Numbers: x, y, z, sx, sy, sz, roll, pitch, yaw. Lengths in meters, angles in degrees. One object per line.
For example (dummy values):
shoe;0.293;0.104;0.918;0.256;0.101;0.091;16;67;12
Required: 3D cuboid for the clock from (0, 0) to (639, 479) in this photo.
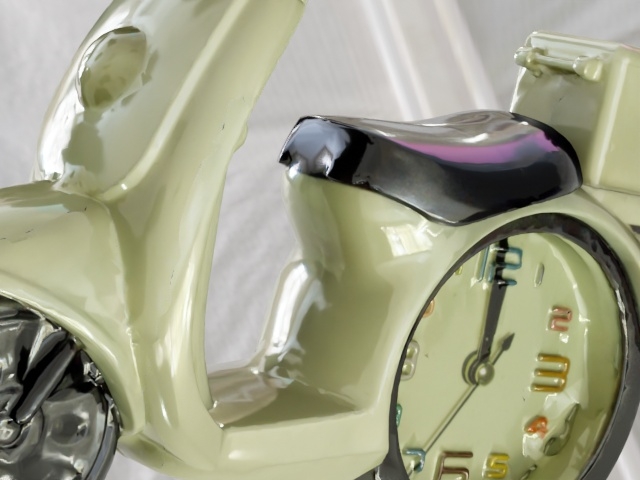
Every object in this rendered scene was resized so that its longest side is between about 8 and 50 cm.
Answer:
clock;0.000;0.000;0.721;0.120;0.379;0.276;18;-86;49
